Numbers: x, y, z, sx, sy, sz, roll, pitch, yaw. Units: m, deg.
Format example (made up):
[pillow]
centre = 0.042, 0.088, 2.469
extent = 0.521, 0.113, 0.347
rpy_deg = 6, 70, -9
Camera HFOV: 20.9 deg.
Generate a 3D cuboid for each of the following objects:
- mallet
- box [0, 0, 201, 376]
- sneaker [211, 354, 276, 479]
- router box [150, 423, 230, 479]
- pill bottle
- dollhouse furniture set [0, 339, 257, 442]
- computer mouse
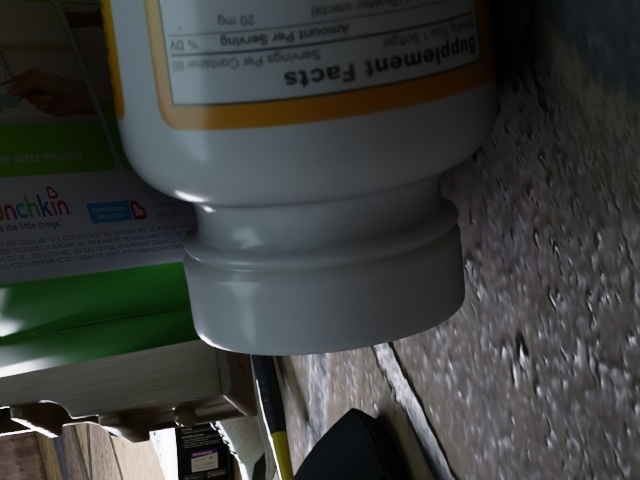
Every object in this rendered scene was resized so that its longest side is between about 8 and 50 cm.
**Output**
[mallet]
centre = -0.025, 0.129, 1.050
extent = 0.062, 0.039, 0.190
rpy_deg = 95, 165, -53
[box]
centre = -0.121, -0.072, 0.726
extent = 0.127, 0.262, 0.231
rpy_deg = -31, 77, 34
[sneaker]
centre = -0.054, 0.116, 1.128
extent = 0.040, 0.043, 0.109
rpy_deg = -136, 37, -64
[router box]
centre = -0.113, 0.102, 1.341
extent = 0.179, 0.046, 0.133
rpy_deg = -119, 24, -51
[pill bottle]
centre = -0.010, -0.091, 0.609
extent = 0.136, 0.136, 0.246
rpy_deg = -143, 45, -70
[dollhouse furniture set]
centre = -0.106, 0.172, 0.876
extent = 0.212, 0.161, 0.242
rpy_deg = 67, -166, -76
[computer mouse]
centre = 0.021, 0.227, 0.869
extent = 0.184, 0.060, 0.262
rpy_deg = -119, 23, -54
